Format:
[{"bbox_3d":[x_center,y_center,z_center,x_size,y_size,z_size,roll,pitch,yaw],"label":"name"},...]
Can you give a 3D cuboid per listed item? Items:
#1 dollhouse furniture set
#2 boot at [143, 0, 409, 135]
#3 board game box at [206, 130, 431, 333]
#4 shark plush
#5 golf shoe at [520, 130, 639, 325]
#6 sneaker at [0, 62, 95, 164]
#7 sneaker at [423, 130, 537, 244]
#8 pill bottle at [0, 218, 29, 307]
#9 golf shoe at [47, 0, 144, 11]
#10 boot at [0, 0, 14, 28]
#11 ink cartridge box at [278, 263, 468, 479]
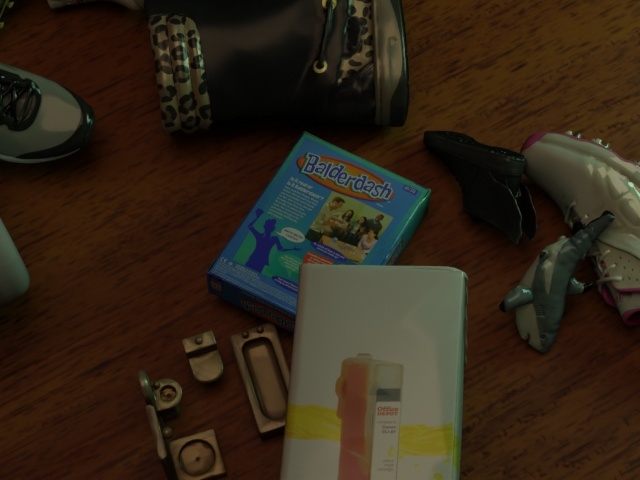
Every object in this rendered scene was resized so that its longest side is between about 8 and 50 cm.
[{"bbox_3d":[-0.102,0.152,1.634,0.151,0.123,0.144,-17,65,-5],"label":"dollhouse furniture set"},{"bbox_3d":[-0.058,-0.286,1.836,0.284,0.138,0.377,-8,70,-1],"label":"boot"},{"bbox_3d":[0.000,0.000,1.729,0.160,0.047,0.210,26,62,15],"label":"board game box"},{"bbox_3d":[0.254,0.036,1.682,0.067,0.073,0.161,38,96,11],"label":"shark plush"},{"bbox_3d":[0.320,0.000,1.693,0.306,0.115,0.140,35,75,18],"label":"golf shoe"},{"bbox_3d":[-0.377,-0.156,1.746,0.271,0.108,0.100,18,81,-4],"label":"sneaker"},{"bbox_3d":[0.169,-0.061,1.752,0.051,0.089,0.170,-5,19,-41],"label":"sneaker"},{"bbox_3d":[-0.524,0.045,1.648,0.408,0.229,0.229,-29,67,-10],"label":"pill bottle"},{"bbox_3d":[-0.277,-0.298,1.896,0.176,0.069,0.086,32,88,22],"label":"golf shoe"},{"bbox_3d":[-0.338,-0.320,1.836,0.262,0.095,0.203,27,95,28],"label":"boot"},{"bbox_3d":[0.047,0.248,1.498,0.160,0.279,0.384,4,65,5],"label":"ink cartridge box"}]
